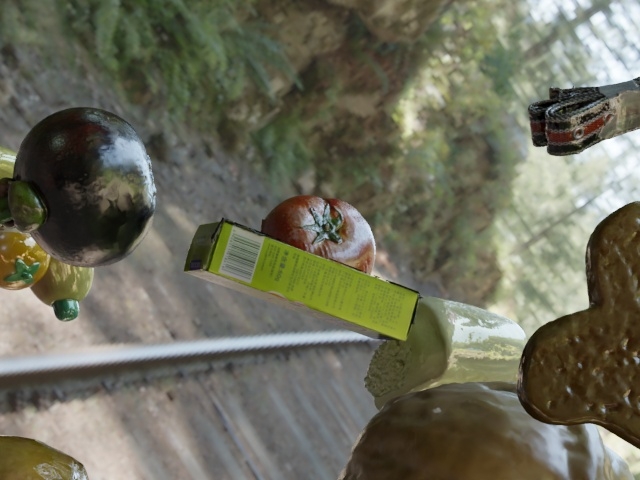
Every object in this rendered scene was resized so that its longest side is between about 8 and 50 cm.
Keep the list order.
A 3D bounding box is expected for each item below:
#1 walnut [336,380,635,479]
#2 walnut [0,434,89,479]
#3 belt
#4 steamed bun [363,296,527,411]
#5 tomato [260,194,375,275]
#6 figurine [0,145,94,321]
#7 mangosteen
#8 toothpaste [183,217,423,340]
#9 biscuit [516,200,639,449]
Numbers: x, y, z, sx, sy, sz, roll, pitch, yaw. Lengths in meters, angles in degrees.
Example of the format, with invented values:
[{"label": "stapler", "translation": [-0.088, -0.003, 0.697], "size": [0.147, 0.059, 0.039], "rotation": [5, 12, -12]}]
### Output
[{"label": "walnut", "translation": [0.187, 0.299, 1.275], "size": [0.306, 0.306, 0.344], "rotation": [55, -28, -11]}, {"label": "walnut", "translation": [-0.257, 0.215, 0.867], "size": [0.137, 0.245, 0.137], "rotation": [21, 60, -42]}, {"label": "belt", "translation": [0.555, -0.243, 2.080], "size": [0.126, 0.359, 0.094], "rotation": [-103, 178, -57]}, {"label": "steamed bun", "translation": [0.204, 0.179, 1.826], "size": [0.225, 0.200, 0.170], "rotation": [12, 45, -35]}, {"label": "tomato", "translation": [0.003, 0.000, 2.102], "size": [0.225, 0.085, 0.225], "rotation": [14, 51, -18]}, {"label": "figurine", "translation": [-0.461, -0.010, 1.785], "size": [0.324, 0.124, 0.222], "rotation": [60, 21, -46]}, {"label": "mangosteen", "translation": [-0.319, -0.065, 1.503], "size": [0.216, 0.216, 0.216], "rotation": [55, 6, -9]}, {"label": "toothpaste", "translation": [-0.026, 0.059, 1.629], "size": [0.327, 0.077, 0.110], "rotation": [21, -12, -22]}, {"label": "biscuit", "translation": [0.402, 0.175, 1.098], "size": [0.432, 0.283, 0.064], "rotation": [33, -14, 8]}]
